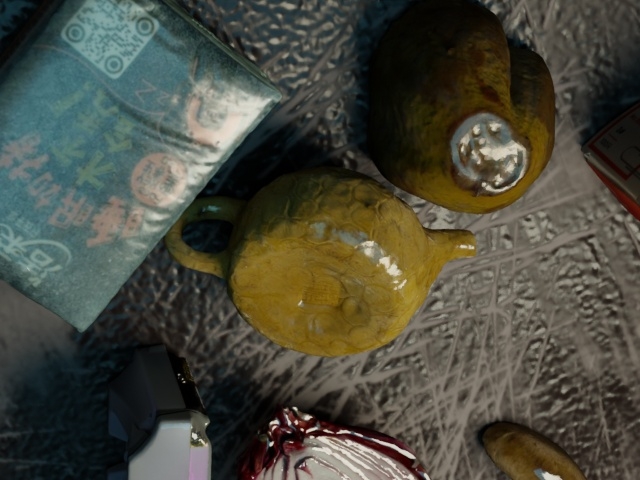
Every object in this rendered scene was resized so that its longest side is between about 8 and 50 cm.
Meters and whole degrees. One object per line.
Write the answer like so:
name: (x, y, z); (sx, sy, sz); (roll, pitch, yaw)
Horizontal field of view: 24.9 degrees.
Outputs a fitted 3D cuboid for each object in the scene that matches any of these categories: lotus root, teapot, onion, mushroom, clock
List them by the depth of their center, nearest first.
lotus root: (0.150, -0.124, 1.416); (0.188, 0.180, 0.199); (1, 110, -8)
teapot: (0.000, 0.000, 1.448); (0.311, 0.167, 0.203); (7, 134, 6)
clock: (-0.169, 0.254, 1.479); (0.083, 0.186, 0.253); (-1, 109, -14)
onion: (0.005, 0.269, 1.555); (0.227, 0.120, 0.284); (-24, 116, 0)
mushroom: (0.269, 0.285, 1.638); (0.072, 0.094, 0.210); (-38, 108, 7)

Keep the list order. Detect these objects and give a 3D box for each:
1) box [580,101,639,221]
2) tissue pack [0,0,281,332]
box: (0.366, -0.074, 1.477); (0.133, 0.182, 0.099); (-39, 113, 7)
tissue pack: (-0.223, -0.096, 1.386); (0.228, 0.103, 0.316); (38, 97, -20)
